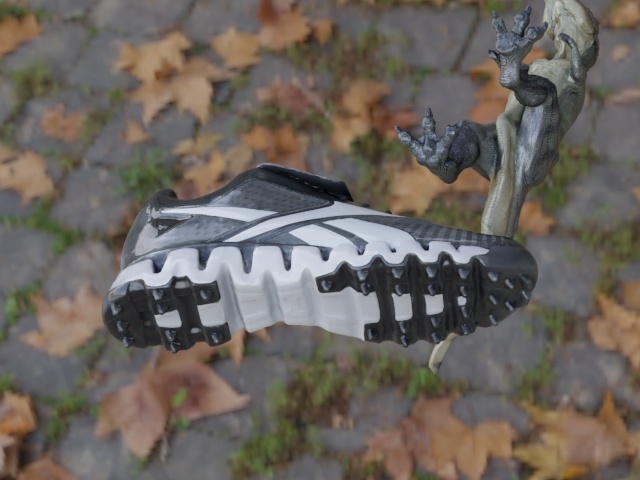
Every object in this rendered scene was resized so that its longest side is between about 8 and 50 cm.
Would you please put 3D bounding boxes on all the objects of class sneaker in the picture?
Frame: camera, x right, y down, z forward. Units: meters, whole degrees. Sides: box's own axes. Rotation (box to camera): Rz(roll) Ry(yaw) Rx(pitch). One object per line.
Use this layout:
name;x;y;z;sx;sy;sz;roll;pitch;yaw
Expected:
sneaker;0.000;0.000;0.946;0.234;0.078;0.106;-3;51;4

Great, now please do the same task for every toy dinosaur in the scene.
toy dinosaur;0.106;-0.062;1.011;0.064;0.118;0.268;13;68;33
